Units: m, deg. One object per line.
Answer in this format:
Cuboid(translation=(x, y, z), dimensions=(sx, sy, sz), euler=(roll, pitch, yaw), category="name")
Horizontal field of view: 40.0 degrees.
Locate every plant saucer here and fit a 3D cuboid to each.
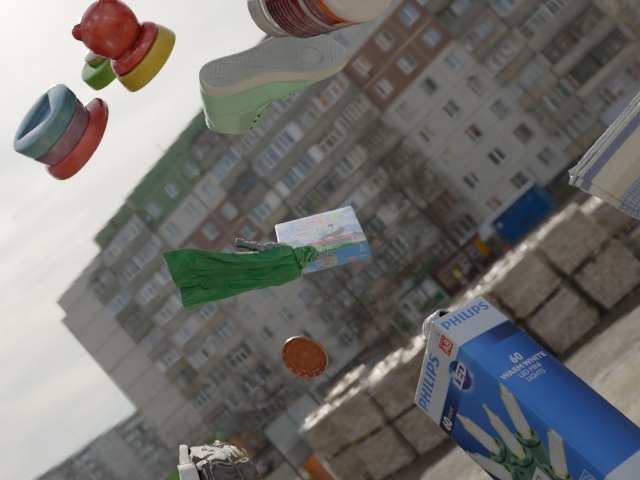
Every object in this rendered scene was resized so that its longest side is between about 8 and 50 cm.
Cuboid(translation=(-0.026, 0.199, 1.511), dimensions=(0.083, 0.083, 0.013), euler=(-46, 6, 30), category="plant saucer")

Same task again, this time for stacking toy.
Cuboid(translation=(-0.403, -0.270, 1.437), dimensions=(0.309, 0.130, 0.279), euler=(-52, 34, 2), category="stacking toy")

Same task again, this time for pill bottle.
Cuboid(translation=(-0.006, -0.334, 1.163), dimensions=(0.121, 0.121, 0.221), euler=(-39, 22, -23), category="pill bottle")

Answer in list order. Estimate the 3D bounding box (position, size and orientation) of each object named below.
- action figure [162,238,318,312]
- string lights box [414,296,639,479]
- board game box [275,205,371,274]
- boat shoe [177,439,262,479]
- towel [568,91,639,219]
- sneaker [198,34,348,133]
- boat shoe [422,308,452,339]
Cuboid(translation=(-0.116, 0.041, 1.393), dimensions=(0.232, 0.063, 0.137), euler=(-9, -45, 8), category="action figure")
Cuboid(translation=(0.216, 0.190, 0.883), dimensions=(0.077, 0.260, 0.133), euler=(-24, -42, -30), category="string lights box")
Cuboid(translation=(0.000, 0.000, 1.666), dimensions=(0.160, 0.039, 0.211), euler=(-14, 20, -1), category="board game box")
Cuboid(translation=(-0.138, 0.326, 1.191), dimensions=(0.097, 0.116, 0.324), euler=(-13, -9, -11), category="boat shoe")
Cuboid(translation=(0.534, -0.102, 1.274), dimensions=(0.209, 0.285, 0.034), euler=(-56, 14, 34), category="towel")
Cuboid(translation=(-0.082, -0.259, 1.475), dimensions=(0.256, 0.094, 0.151), euler=(-17, -25, -16), category="sneaker")
Cuboid(translation=(0.267, 0.170, 1.504), dimensions=(0.066, 0.184, 0.063), euler=(-61, 2, -40), category="boat shoe")
